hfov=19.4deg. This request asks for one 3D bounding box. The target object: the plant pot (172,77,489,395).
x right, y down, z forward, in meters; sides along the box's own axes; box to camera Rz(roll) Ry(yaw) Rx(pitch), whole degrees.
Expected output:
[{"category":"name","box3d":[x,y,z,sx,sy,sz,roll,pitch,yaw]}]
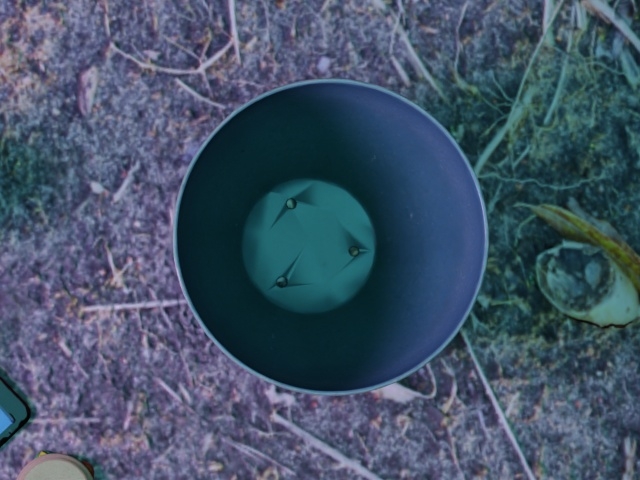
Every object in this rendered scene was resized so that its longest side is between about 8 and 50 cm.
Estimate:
[{"category":"plant pot","box3d":[0.000,0.000,1.792,0.290,0.195,0.290,0,88,-7]}]

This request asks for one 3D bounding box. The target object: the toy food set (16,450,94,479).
[{"category":"toy food set","box3d":[-0.260,0.249,1.837,0.083,0.020,0.082,30,84,-4]}]

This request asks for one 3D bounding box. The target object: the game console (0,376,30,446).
[{"category":"game console","box3d":[-0.372,0.172,1.798,0.144,0.124,0.085,-44,66,-7]}]
